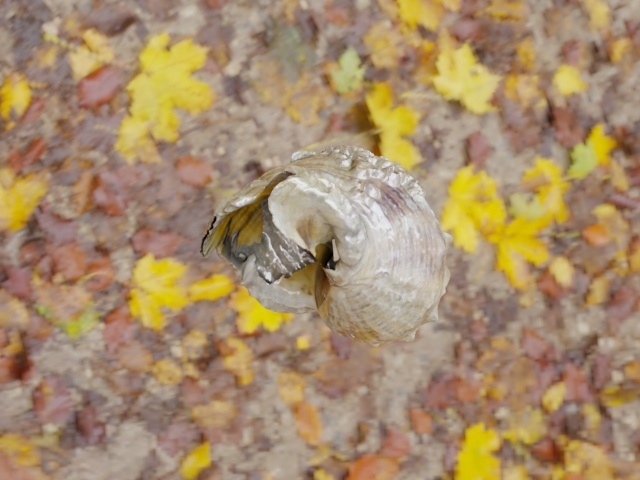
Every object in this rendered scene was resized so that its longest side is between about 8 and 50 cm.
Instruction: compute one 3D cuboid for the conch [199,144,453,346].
[{"bbox_3d":[0.000,0.000,1.109,0.245,0.178,0.163,38,30,-61],"label":"conch"}]
